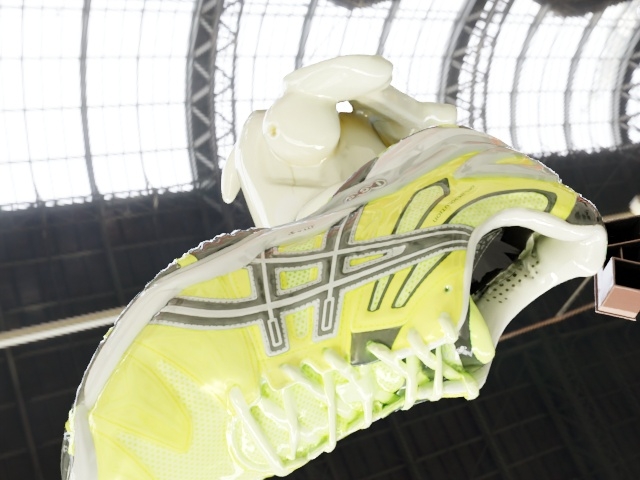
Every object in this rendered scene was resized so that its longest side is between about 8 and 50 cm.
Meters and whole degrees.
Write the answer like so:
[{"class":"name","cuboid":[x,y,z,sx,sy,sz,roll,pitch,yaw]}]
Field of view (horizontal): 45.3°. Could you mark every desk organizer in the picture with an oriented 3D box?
[{"class":"desk organizer","cuboid":[0.356,0.025,0.908,0.047,0.050,0.130,13,-131,3]}]

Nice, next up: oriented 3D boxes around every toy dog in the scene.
[{"class":"toy dog","cuboid":[0.000,0.000,1.049,0.284,0.395,0.408,22,-114,-63]}]

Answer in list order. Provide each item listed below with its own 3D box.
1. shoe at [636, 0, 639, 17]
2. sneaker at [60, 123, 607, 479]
[{"class":"shoe","cuboid":[0.547,-0.413,1.160,0.063,0.178,0.081,15,-159,-10]},{"class":"sneaker","cuboid":[0.015,0.053,0.474,0.385,0.145,0.147,-39,-144,-18]}]
